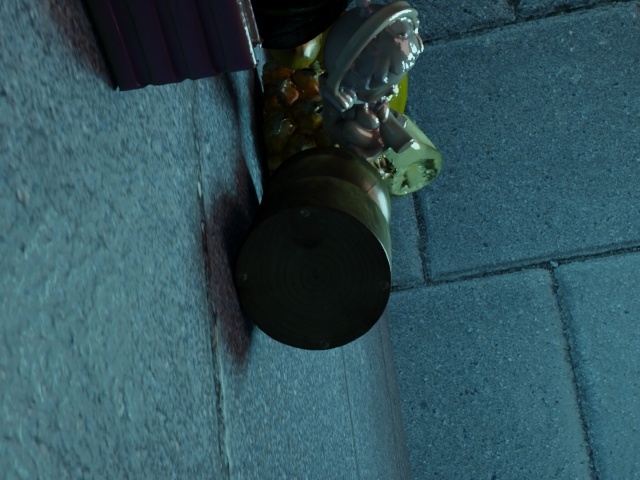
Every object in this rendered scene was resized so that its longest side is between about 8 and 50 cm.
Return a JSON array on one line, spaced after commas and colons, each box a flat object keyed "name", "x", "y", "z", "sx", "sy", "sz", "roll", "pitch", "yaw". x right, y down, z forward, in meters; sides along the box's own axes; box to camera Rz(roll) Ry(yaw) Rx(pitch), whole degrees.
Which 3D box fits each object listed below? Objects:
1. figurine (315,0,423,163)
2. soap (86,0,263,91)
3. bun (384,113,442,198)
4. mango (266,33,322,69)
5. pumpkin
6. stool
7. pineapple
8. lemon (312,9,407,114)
[{"name": "figurine", "x": 0.069, "y": -0.216, "z": 1.209, "sx": 0.141, "sy": 0.162, "sz": 0.237, "roll": 39, "pitch": -32, "yaw": 21}, {"name": "soap", "x": -0.126, "y": -0.222, "z": 0.704, "sx": 0.065, "sy": 0.122, "sz": 0.203, "roll": -88, "pitch": 167, "yaw": -55}, {"name": "bun", "x": 0.094, "y": -0.230, "z": 2.003, "sx": 0.364, "sy": 0.202, "sz": 0.364, "roll": 47, "pitch": 10, "yaw": -11}, {"name": "mango", "x": -0.056, "y": -0.331, "z": 1.352, "sx": 0.115, "sy": 0.090, "sz": 0.178, "roll": -23, "pitch": 74, "yaw": -44}, {"name": "pumpkin", "x": -0.060, "y": -0.376, "z": 1.158, "sx": 0.248, "sy": 0.248, "sz": 0.248, "roll": -10, "pitch": 90, "yaw": -83}, {"name": "stool", "x": 0.000, "y": 0.000, "z": 1.147, "sx": 0.264, "sy": 0.179, "sz": 0.179, "roll": -80, "pitch": 159, "yaw": -70}, {"name": "pineapple", "x": 0.034, "y": -0.094, "z": 1.407, "sx": 0.286, "sy": 0.209, "sz": 0.344, "roll": -89, "pitch": 166, "yaw": -54}, {"name": "lemon", "x": 0.042, "y": -0.282, "z": 1.655, "sx": 0.263, "sy": 0.236, "sz": 0.236, "roll": 101, "pitch": -14, "yaw": -57}]
